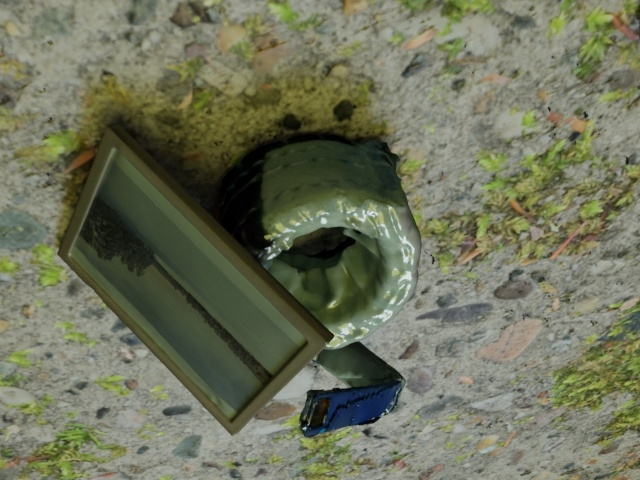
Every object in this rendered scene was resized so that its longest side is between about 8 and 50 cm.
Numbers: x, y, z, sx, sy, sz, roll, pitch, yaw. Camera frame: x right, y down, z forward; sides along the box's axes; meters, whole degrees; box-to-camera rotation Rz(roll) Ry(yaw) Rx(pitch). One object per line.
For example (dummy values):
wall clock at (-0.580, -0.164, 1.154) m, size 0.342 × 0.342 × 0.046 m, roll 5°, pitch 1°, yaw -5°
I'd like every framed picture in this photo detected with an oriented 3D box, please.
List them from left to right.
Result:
framed picture at (-0.143, 0.051, 0.670) m, size 0.289 × 0.016 × 0.213 m, roll 44°, pitch 130°, yaw 5°

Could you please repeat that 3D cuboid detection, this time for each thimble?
thimble at (0.000, 0.000, 0.726) m, size 0.238 × 0.150 × 0.237 m, roll -7°, pitch 131°, yaw -7°

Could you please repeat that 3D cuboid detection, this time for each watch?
watch at (-0.042, 0.143, 0.845) m, size 0.275 × 0.276 × 0.068 m, roll 12°, pitch 107°, yaw -57°

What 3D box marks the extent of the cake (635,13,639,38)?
cake at (0.418, -0.227, 0.655) m, size 0.135 × 0.134 × 0.147 m, roll 11°, pitch 137°, yaw -24°
